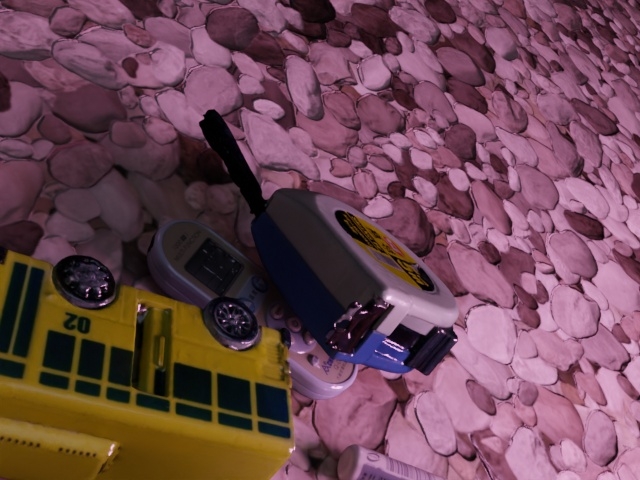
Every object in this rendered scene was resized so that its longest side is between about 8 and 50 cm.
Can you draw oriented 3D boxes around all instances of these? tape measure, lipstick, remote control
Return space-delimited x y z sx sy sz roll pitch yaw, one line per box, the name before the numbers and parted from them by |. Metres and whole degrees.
tape measure | 0.000 0.000 0.806 0.215 0.098 0.351 23 22 -46
lipstick | 0.083 0.237 0.735 0.141 0.040 0.040 26 45 -18
remote control | -0.067 0.070 0.752 0.244 0.047 0.087 39 41 -6

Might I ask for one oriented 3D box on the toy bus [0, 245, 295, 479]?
toy bus | -0.159 0.112 0.576 0.262 0.128 0.150 20 40 -27
